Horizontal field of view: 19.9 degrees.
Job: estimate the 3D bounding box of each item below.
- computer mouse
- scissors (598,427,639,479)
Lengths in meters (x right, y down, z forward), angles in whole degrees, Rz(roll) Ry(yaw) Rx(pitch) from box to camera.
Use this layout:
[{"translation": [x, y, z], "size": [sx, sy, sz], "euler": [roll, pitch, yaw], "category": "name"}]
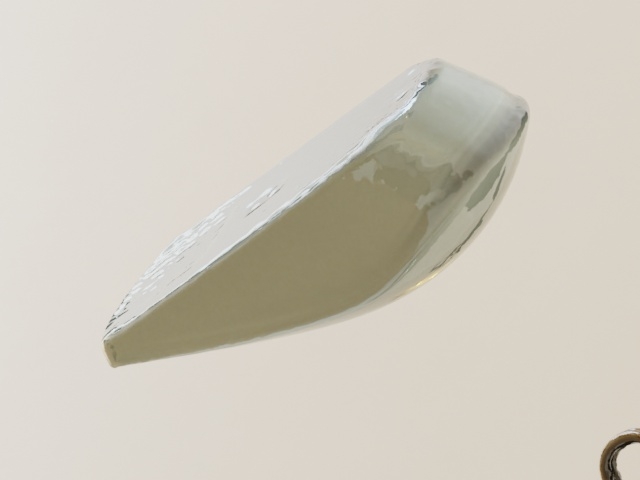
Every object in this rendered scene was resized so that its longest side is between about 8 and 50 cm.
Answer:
[{"translation": [0.000, 0.000, 0.841], "size": [0.079, 0.231, 0.128], "euler": [54, 28, -10], "category": "computer mouse"}, {"translation": [0.269, 0.112, 1.110], "size": [0.017, 0.220, 0.088], "euler": [-1, 57, -59], "category": "scissors"}]
